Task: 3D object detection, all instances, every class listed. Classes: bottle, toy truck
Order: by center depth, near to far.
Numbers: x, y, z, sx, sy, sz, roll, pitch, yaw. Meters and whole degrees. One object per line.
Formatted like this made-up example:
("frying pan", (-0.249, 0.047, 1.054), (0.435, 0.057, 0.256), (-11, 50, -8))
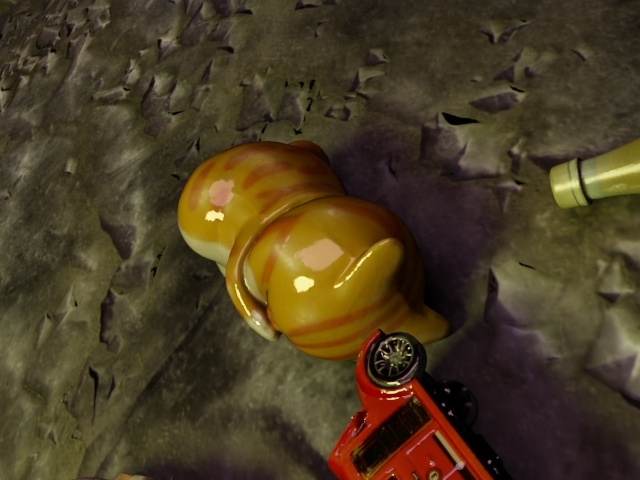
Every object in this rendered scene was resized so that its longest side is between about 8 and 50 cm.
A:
("toy truck", (0.089, 0.177, 0.538), (0.114, 0.107, 0.252), (-43, 42, 3))
("bottle", (0.305, -0.071, 0.580), (0.270, 0.083, 0.083), (-17, 49, 31))

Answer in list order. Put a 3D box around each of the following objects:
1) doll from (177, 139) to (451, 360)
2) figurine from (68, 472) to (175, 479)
("doll", (-0.017, 0.007, 0.721), (0.162, 0.167, 0.269), (-45, 45, 3))
("figurine", (-0.180, 0.275, 0.677), (0.237, 0.141, 0.162), (-14, 23, 34))
